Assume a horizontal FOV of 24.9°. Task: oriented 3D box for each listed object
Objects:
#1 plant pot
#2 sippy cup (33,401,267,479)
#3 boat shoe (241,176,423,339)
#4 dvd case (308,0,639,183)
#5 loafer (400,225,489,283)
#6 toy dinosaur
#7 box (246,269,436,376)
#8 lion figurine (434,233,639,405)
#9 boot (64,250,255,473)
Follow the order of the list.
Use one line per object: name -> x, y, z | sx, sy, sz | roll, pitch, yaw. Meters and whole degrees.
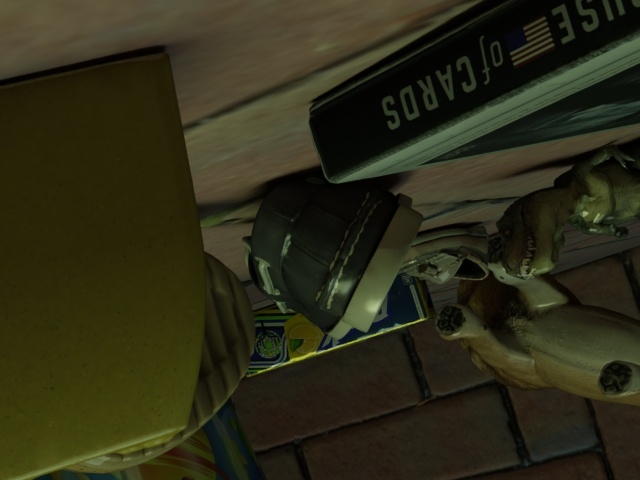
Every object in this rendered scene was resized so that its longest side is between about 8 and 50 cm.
plant pot -> -0.069, 0.014, 0.339 | 0.081, 0.083, 0.081 | -15, 174, -19
sippy cup -> -0.132, 0.165, 0.893 | 0.240, 0.224, 0.305 | -16, 174, -24
boat shoe -> 0.000, 0.000, 0.649 | 0.065, 0.075, 0.206 | 26, 178, -2
dvd case -> 0.139, -0.071, 0.438 | 0.238, 0.029, 0.179 | -12, 173, -38
loafer -> 0.092, 0.013, 1.038 | 0.045, 0.039, 0.125 | -20, 174, 30
toy dinosaur -> 0.208, -0.036, 0.849 | 0.118, 0.064, 0.268 | -14, -179, 43
box -> 0.012, 0.068, 1.259 | 0.169, 0.054, 0.059 | -19, 174, 11
lion figurine -> 0.259, 0.096, 1.269 | 0.392, 0.142, 0.240 | 26, 175, 40
boot -> -0.172, 0.053, 0.557 | 0.207, 0.090, 0.248 | -6, -175, 45
